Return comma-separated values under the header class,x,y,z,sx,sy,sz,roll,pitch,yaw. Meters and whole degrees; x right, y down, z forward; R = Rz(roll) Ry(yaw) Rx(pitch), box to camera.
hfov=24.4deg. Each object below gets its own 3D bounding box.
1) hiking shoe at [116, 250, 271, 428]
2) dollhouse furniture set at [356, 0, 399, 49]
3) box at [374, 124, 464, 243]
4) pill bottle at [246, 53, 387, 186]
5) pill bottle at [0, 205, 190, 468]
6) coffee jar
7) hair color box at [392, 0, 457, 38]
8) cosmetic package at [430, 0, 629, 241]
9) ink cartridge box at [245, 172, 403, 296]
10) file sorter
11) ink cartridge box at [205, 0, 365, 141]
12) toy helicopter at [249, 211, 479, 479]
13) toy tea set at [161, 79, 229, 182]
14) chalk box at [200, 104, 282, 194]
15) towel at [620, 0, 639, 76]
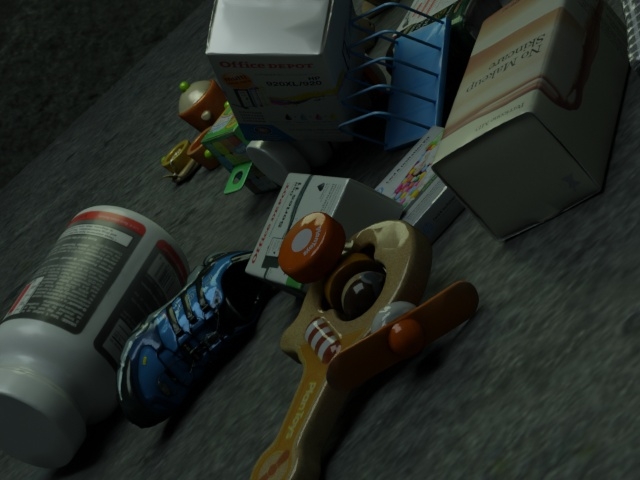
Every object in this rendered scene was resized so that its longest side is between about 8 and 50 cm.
class,x,y,z,sx,sy,sz,roll,pitch,yaw
hiking shoe,-0.166,0.117,1.981,0.132,0.113,0.304,-21,31,51
dollhouse furniture set,0.006,-0.432,2.579,0.161,0.212,0.242,-23,56,44
box,0.140,-0.073,1.852,0.145,0.038,0.186,-47,19,-4
pill bottle,-0.008,-0.190,2.253,0.221,0.121,0.121,-51,20,-15
pill bottle,-0.356,0.139,2.177,0.210,0.210,0.363,-24,28,46
coffee jar,0.177,-0.287,2.133,0.184,0.079,0.096,-22,30,49
hair color box,0.196,-0.351,2.260,0.167,0.053,0.093,-18,35,51
cosmetic package,0.245,-0.159,1.672,0.153,0.129,0.296,-29,26,36
ink cartridge box,0.000,0.000,1.864,0.153,0.087,0.208,-66,22,-5
file sorter,0.098,-0.226,2.039,0.118,0.104,0.170,-16,64,55
ink cartridge box,-0.044,-0.269,2.097,0.171,0.233,0.168,2,63,13
toy helicopter,0.028,0.135,1.595,0.235,0.140,0.355,-2,58,51
toy tea set,-0.198,-0.226,2.701,0.336,0.124,0.200,-12,38,58
chalk box,-0.091,-0.164,2.354,0.213,0.132,0.132,-54,21,-23
towel,0.430,-0.279,1.549,0.235,0.121,0.284,-36,22,28
